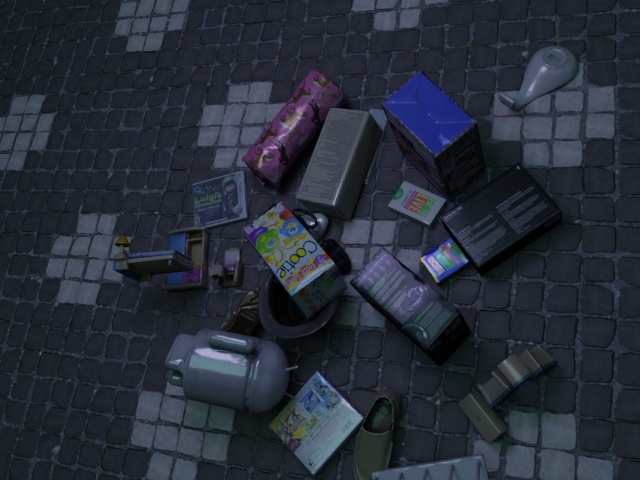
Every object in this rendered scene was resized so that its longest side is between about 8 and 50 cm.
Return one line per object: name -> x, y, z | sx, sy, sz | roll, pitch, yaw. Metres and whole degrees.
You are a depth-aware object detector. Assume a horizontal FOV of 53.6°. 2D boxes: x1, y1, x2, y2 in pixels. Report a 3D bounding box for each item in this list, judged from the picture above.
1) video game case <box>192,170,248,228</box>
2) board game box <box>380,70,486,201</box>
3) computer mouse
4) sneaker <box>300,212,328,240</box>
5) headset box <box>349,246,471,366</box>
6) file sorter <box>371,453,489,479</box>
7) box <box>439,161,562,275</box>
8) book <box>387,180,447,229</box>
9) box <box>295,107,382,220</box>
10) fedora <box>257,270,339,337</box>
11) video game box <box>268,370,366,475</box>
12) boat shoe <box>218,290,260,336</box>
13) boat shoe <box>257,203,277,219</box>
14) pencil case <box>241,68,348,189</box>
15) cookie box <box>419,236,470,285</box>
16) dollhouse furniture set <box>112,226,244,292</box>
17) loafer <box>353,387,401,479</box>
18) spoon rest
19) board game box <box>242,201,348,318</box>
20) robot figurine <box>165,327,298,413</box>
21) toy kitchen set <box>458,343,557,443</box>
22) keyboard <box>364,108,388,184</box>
video game case -> -0.331, -0.130, 2.080 | 0.190, 0.022, 0.173 | -13, 67, 15
board game box -> 0.318, -0.281, 1.750 | 0.141, 0.291, 0.232 | -40, 64, 2
computer mouse -> 0.000, 0.000, 1.863 | 0.071, 0.041, 0.242 | -38, 86, -10
sneaker -> -0.091, -0.030, 1.904 | 0.232, 0.115, 0.090 | -21, 65, 12
headset box -> 0.230, 0.169, 1.642 | 0.131, 0.246, 0.283 | -47, 64, -2
file sorter -> 0.263, 0.640, 1.471 | 0.278, 0.173, 0.192 | -15, 88, 14
box -> 0.486, -0.057, 1.714 | 0.261, 0.103, 0.184 | -35, 66, 6
book -> 0.283, -0.105, 1.848 | 0.144, 0.035, 0.096 | 28, 78, 27
box -> 0.058, -0.232, 1.913 | 0.148, 0.121, 0.311 | 15, 78, 30
fedora -> -0.048, 0.175, 1.807 | 0.244, 0.124, 0.275 | -17, 54, 11
video game box -> -0.009, 0.495, 1.721 | 0.187, 0.048, 0.205 | 41, 88, 25
boat shoe -> -0.246, 0.276, 1.876 | 0.105, 0.089, 0.285 | 37, 88, 1
boat shoe -> -0.173, -0.062, 1.989 | 0.049, 0.042, 0.133 | 32, 83, 29
pencil case -> -0.084, -0.346, 1.989 | 0.386, 0.167, 0.160 | -53, 46, -4
cookie box -> 0.345, 0.059, 1.757 | 0.107, 0.040, 0.092 | -35, 64, 6
dollhouse furniture set -> -0.421, 0.016, 1.902 | 0.286, 0.303, 0.198 | -7, 70, 17
loafer -> 0.139, 0.512, 1.636 | 0.102, 0.092, 0.268 | 7, 74, 22
spoon rest -> 0.628, -0.468, 1.839 | 0.276, 0.084, 0.137 | -39, 63, -12
board game box -> -0.070, 0.050, 1.728 | 0.142, 0.144, 0.275 | -36, 54, -6
robot figurine -> -0.236, 0.355, 1.724 | 0.354, 0.300, 0.199 | 10, 46, 7
toy kitchen set -> 0.485, 0.380, 1.579 | 0.122, 0.166, 0.207 | 54, 131, 27
keyboard -> 0.151, -0.295, 1.975 | 0.072, 0.014, 0.256 | 11, 75, 29
